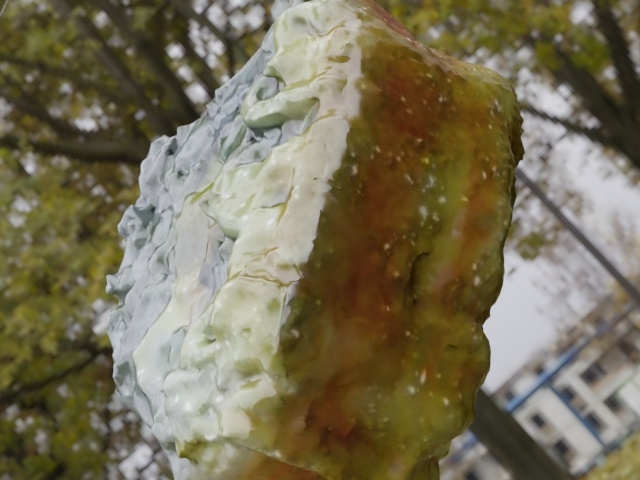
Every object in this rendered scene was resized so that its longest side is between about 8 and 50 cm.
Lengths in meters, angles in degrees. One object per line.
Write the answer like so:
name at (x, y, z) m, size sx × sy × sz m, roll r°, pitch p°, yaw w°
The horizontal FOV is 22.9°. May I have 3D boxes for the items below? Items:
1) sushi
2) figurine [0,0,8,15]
sushi at (0.000, 0.000, 0.724) m, size 0.184 × 0.139 × 0.274 m, roll -5°, pitch 64°, yaw 60°
figurine at (-0.315, -0.231, 1.061) m, size 0.203 × 0.380 × 0.248 m, roll -11°, pitch -71°, yaw -17°
